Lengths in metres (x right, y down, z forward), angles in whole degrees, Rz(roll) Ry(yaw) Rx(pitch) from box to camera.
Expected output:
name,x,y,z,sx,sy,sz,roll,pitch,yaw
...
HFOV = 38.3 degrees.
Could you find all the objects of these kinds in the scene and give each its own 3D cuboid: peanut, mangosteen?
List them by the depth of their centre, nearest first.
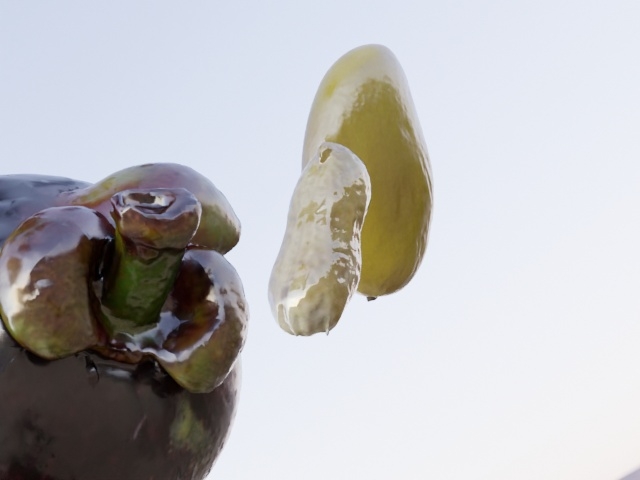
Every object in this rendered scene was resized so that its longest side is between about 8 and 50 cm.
name,x,y,z,sx,sy,sz,roll,pitch,yaw
mangosteen,-0.140,0.056,0.498,0.228,0.228,0.265,1,-32,-46
peanut,0.000,0.000,0.927,0.099,0.214,0.099,6,-21,2

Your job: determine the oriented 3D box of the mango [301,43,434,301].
name,x,y,z,sx,sy,sz,roll,pitch,yaw
mango,0.057,-0.084,1.205,0.142,0.332,0.195,-2,14,44
